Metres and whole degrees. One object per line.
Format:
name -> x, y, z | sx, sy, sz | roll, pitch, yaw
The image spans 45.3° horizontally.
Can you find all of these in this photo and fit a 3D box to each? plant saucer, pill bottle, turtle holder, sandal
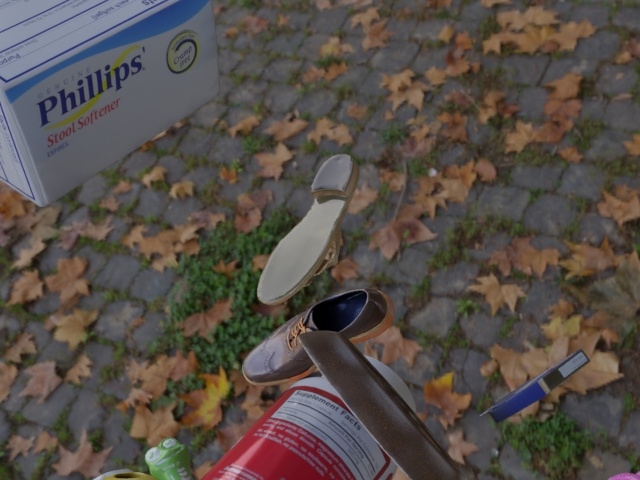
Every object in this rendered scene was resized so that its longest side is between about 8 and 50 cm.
plant saucer -> 0.088, 0.229, 1.023 | 0.050, 0.310, 0.310 | -42, 51, -1
pill bottle -> -0.022, 0.367, 1.209 | 0.229, 0.229, 0.408 | 20, 41, 29
turtle holder -> -0.346, 0.525, 1.384 | 0.243, 0.320, 0.227 | -17, 48, -32
sandal -> 0.005, 0.001, 1.044 | 0.088, 0.079, 0.240 | 7, 62, 40

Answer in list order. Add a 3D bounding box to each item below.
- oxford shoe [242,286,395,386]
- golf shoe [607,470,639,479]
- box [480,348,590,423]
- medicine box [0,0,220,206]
oxford shoe -> -0.028, 0.192, 1.615 | 0.364, 0.133, 0.130 | -31, 61, 13
golf shoe -> 0.239, 0.174, 0.420 | 0.306, 0.140, 0.115 | -23, 7, -15
box -> 0.428, 0.301, 1.545 | 0.136, 0.225, 0.036 | -24, 74, -34
medicine box -> -0.304, -0.212, 0.839 | 0.289, 0.149, 0.263 | 30, 52, 25
